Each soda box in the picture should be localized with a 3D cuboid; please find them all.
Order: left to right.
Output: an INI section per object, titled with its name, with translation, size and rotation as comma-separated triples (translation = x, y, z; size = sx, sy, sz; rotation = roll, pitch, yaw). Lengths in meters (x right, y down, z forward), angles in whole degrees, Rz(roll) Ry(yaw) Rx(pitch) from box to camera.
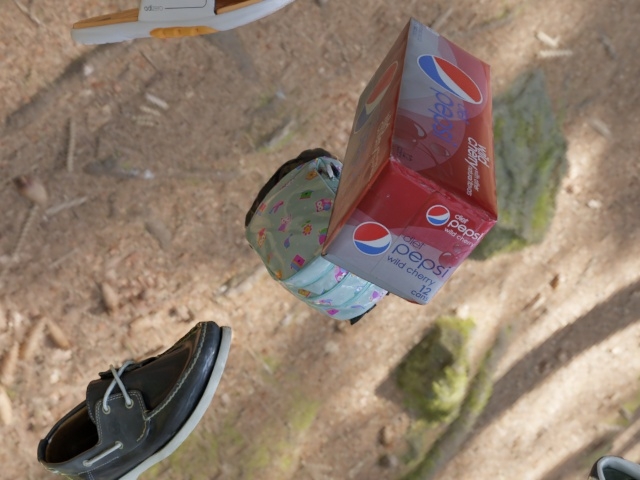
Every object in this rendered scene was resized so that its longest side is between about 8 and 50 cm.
[soda box]
translation = 0.072, -0.069, 0.738
size = 0.092, 0.083, 0.263
rotation = -55, -168, 31

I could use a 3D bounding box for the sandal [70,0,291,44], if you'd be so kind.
[sandal]
translation = -0.141, -0.235, 0.931
size = 0.102, 0.265, 0.076
rotation = -45, 127, -53

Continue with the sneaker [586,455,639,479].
[sneaker]
translation = 0.306, 0.265, 0.775
size = 0.094, 0.258, 0.091
rotation = -34, 135, -29

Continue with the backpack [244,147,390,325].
[backpack]
translation = 0.000, 0.000, 0.978
size = 0.115, 0.182, 0.152
rotation = 27, 106, -35

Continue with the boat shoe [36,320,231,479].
[boat shoe]
translation = -0.155, 0.138, 0.823
size = 0.079, 0.084, 0.233
rotation = 31, 127, -23
